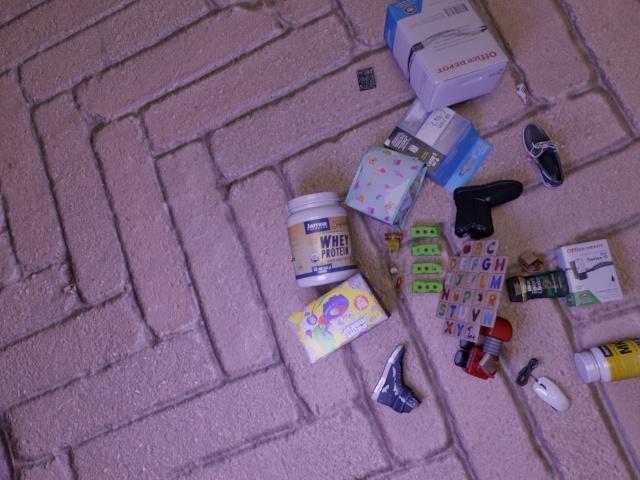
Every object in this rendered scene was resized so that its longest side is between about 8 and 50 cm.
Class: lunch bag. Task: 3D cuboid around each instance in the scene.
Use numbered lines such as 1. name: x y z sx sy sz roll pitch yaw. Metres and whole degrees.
1. lunch bag: 0.243 -0.202 1.653 0.223 0.160 0.262 25 92 26

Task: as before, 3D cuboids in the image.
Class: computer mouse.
1. computer mouse: 0.766 0.502 1.528 0.193 0.042 0.106 43 90 13

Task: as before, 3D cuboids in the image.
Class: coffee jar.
1. coffee jar: 0.745 0.160 1.562 0.184 0.079 0.096 -10 80 10

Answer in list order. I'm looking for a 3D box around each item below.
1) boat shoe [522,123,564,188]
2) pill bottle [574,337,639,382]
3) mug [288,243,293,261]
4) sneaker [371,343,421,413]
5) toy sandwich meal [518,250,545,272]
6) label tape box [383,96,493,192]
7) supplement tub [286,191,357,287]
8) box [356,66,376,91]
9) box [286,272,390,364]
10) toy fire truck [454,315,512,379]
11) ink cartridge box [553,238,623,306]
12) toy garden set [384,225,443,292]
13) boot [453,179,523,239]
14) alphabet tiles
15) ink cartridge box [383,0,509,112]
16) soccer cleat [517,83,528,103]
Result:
1. boat shoe: 0.801 -0.311 1.618 0.095 0.079 0.255 -15 80 9
2. pill bottle: 0.957 0.394 1.468 0.208 0.119 0.119 -14 80 8
3. mug: -0.095 0.039 1.746 0.062 0.064 0.078 -12 80 8
4. sneaker: 0.295 0.495 1.588 0.163 0.086 0.226 24 97 24
5. toy sandwich meal: 0.745 0.073 1.586 0.085 0.029 0.086 -9 51 12
6. label tape box: 0.443 -0.359 1.680 0.333 0.106 0.241 35 90 14
7. supplement tub: 0.000 0.000 1.640 0.228 0.228 0.316 -11 85 9
8. box: 0.184 -0.648 1.814 0.067 0.018 0.083 -12 80 9
9. box: 0.075 0.269 1.571 0.290 0.279 0.177 -33 78 4
10. toy fire truck: 0.545 0.347 1.468 0.158 0.246 0.217 20 86 -8
11. ink cartridge box: 0.906 0.110 1.534 0.153 0.087 0.209 -12 79 8
12. toy garden set: 0.342 0.072 1.669 0.203 0.049 0.244 -1 83 9
13. boot: 0.591 -0.102 1.583 0.246 0.094 0.207 -5 54 16
14. alphabet tiles: 0.502 0.162 1.517 0.011 0.285 0.343 19 81 -20
15. ink cartridge box: 0.442 -0.698 1.641 0.285 0.166 0.395 -20 69 -7
16. soccer cleat: 0.755 -0.547 1.688 0.035 0.029 0.083 -5 78 19
